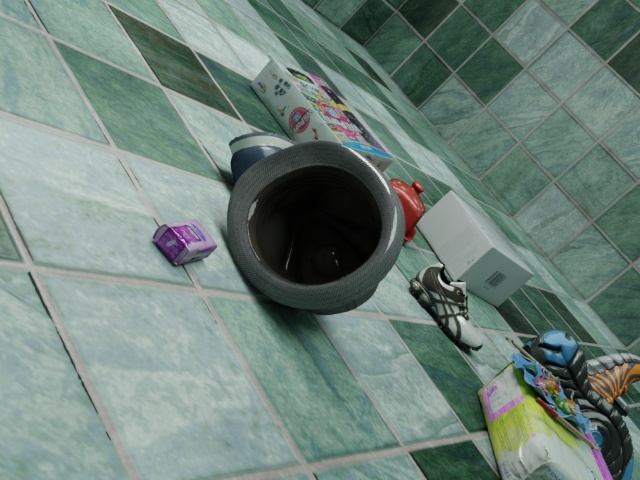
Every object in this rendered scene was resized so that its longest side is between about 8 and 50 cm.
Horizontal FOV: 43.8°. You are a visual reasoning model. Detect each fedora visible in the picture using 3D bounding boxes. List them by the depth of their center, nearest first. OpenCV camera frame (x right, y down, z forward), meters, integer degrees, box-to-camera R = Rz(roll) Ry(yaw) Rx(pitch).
[{"bbox_3d":[0.000,0.000,1.144,0.275,0.244,0.124,56,-9,36],"label":"fedora"}]

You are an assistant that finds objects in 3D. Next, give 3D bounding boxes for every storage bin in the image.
[{"bbox_3d":[0.669,0.391,1.929,0.135,0.091,0.098,49,18,14],"label":"storage bin"}]

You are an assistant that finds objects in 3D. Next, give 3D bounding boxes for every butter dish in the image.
[{"bbox_3d":[0.194,-0.093,1.880,0.160,0.118,0.160,46,18,1],"label":"butter dish"}]

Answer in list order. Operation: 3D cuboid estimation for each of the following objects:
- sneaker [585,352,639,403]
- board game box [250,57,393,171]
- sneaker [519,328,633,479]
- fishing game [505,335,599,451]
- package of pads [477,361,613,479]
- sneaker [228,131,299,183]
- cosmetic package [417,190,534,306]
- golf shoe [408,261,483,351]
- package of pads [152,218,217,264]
[{"bbox_3d":[0.624,0.361,1.774,0.321,0.124,0.180,-5,56,-26],"label":"sneaker"},{"bbox_3d":[0.003,-0.272,1.860,0.224,0.097,0.303,5,44,-56],"label":"board game box"},{"bbox_3d":[0.504,0.347,1.588,0.125,0.139,0.340,-14,74,-22],"label":"sneaker"},{"bbox_3d":[0.411,0.260,1.390,0.189,0.041,0.264,41,13,-6],"label":"fishing game"},{"bbox_3d":[0.387,0.359,1.344,0.229,0.101,0.296,42,17,-14],"label":"package of pads"},{"bbox_3d":[-0.023,-0.089,1.378,0.319,0.112,0.131,9,67,-41],"label":"sneaker"},{"bbox_3d":[0.399,0.022,2.062,0.224,0.138,0.224,28,23,-44],"label":"cosmetic package"},{"bbox_3d":[0.270,0.132,1.600,0.198,0.094,0.077,48,17,4],"label":"golf shoe"},{"bbox_3d":[-0.168,0.001,0.995,0.050,0.032,0.083,46,17,10],"label":"package of pads"}]
